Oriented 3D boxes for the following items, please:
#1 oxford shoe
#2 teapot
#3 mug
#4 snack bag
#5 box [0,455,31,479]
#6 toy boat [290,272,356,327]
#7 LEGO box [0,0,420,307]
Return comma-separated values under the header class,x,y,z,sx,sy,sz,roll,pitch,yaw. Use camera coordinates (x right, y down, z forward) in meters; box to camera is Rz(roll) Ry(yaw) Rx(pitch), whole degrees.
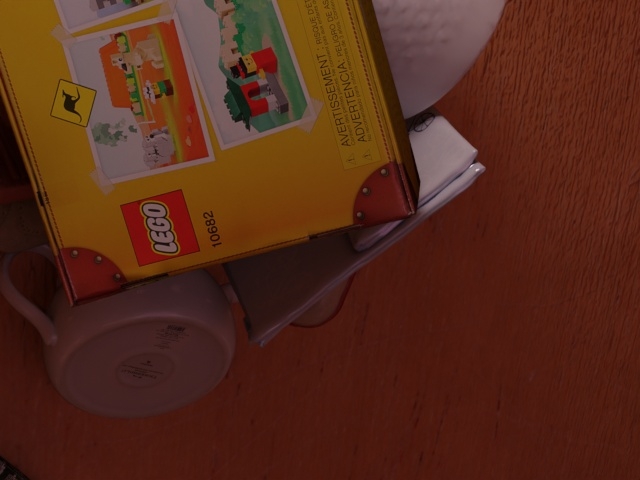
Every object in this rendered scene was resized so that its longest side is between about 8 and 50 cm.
class,x,y,z,sx,sy,sz,roll,pitch,yaw
oxford shoe,-0.317,-0.062,1.702,0.397,0.140,0.146,2,140,-42
teapot,-0.234,0.086,1.775,0.252,0.187,0.256,-18,142,2
mug,0.048,-0.356,1.671,0.328,0.276,0.374,32,132,-32
snack bag,0.009,-0.053,1.753,0.342,0.323,0.037,-38,120,4
box,-0.469,0.373,1.816,0.233,0.044,0.159,-47,129,-9
toy boat,0.000,0.000,1.948,0.231,0.151,0.151,-67,160,9
LEGO box,-0.139,-0.227,1.480,0.372,0.193,0.500,-14,101,9
